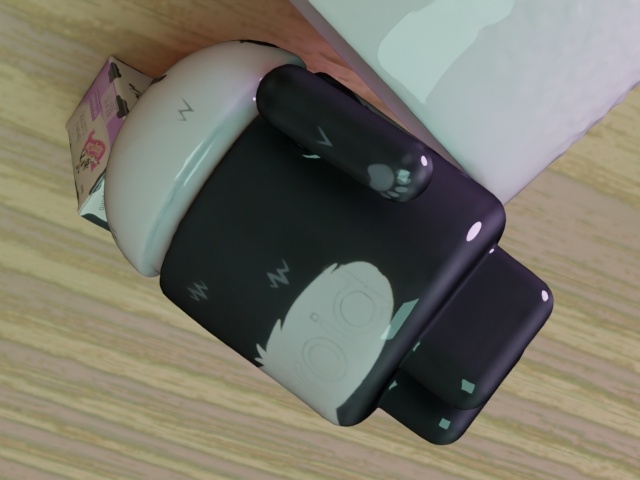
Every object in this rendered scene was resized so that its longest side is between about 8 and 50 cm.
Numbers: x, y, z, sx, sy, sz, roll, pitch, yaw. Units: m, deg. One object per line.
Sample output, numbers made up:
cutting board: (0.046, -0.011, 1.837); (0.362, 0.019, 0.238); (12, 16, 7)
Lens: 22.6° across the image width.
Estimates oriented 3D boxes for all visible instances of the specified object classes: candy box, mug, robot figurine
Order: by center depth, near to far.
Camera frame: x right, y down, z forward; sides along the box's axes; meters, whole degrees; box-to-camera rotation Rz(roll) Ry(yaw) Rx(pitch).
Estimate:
robot figurine: (0.002, -0.002, 0.972); (0.278, 0.173, 0.209); (36, 112, 10)
mug: (0.161, -0.211, 1.088); (0.328, 0.276, 0.374); (-43, 147, 3)
candy box: (-0.081, -0.035, 1.159); (0.196, 0.165, 0.070); (28, 107, -23)
